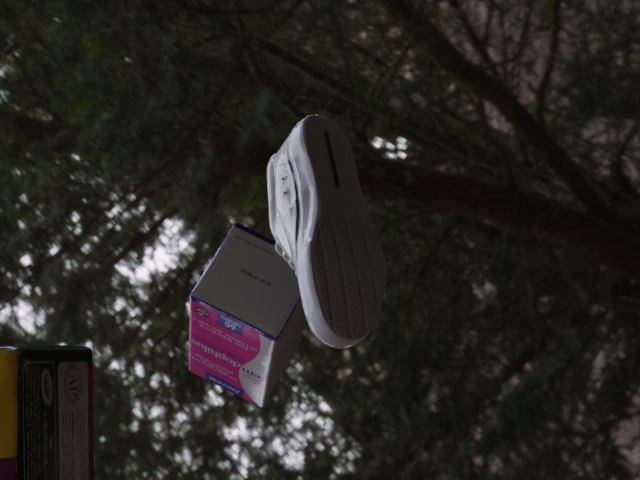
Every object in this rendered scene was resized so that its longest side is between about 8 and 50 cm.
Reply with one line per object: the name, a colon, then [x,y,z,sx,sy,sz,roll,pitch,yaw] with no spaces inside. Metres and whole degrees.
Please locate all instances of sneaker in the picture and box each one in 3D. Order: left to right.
sneaker: [0.000,0.000,1.116,0.094,0.258,0.091,15,-39,-28]

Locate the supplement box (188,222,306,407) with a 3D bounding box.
supplement box: [-0.084,0.095,1.340,0.114,0.111,0.220,-61,-9,-28]

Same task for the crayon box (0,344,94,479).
crayon box: [-0.287,0.244,0.619,0.106,0.313,0.363,23,-115,-76]
